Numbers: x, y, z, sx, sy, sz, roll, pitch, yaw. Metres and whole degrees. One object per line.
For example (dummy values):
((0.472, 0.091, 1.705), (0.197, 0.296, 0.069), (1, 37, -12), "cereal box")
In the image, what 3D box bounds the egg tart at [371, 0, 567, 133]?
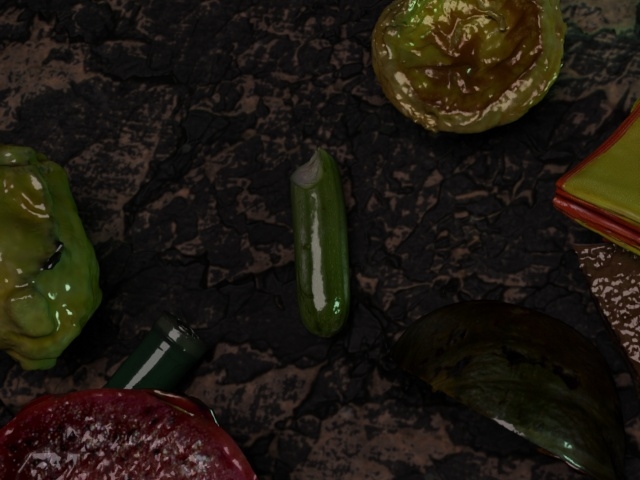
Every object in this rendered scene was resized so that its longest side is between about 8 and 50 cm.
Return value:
((0.180, -0.231, 1.558), (0.241, 0.106, 0.241), (-4, 73, 12), "egg tart")

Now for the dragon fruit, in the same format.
((-0.226, 0.364, 1.409), (0.371, 0.249, 0.386), (-25, 66, -11), "dragon fruit")

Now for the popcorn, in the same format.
((-0.377, 0.019, 1.550), (0.215, 0.252, 0.286), (-45, 60, 32), "popcorn")

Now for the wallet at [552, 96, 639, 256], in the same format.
((0.365, -0.072, 1.424), (0.141, 0.067, 0.241), (28, 46, 26), "wallet")

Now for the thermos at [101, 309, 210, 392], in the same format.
((-0.218, 0.179, 1.561), (0.188, 0.083, 0.073), (-49, 46, -2), "thermos")

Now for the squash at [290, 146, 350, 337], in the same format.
((0.000, 0.000, 1.553), (0.069, 0.069, 0.239), (-7, 72, 13), "squash")

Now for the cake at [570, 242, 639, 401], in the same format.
((0.373, 0.127, 1.382), (0.113, 0.116, 0.295), (-20, 68, 9), "cake")

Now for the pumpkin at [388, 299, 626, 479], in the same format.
((0.213, 0.137, 1.394), (0.312, 0.169, 0.148), (27, 84, 21), "pumpkin")
